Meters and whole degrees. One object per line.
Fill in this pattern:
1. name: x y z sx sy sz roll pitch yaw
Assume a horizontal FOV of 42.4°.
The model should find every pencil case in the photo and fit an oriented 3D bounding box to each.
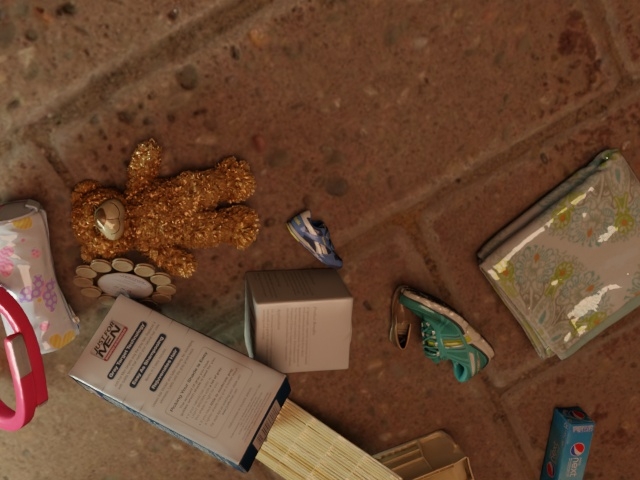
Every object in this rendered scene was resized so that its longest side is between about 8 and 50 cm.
1. pencil case: -0.513 0.066 1.444 0.124 0.113 0.273 -6 112 11

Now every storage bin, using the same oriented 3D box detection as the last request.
1. storage bin: 0.213 0.589 1.819 0.260 0.123 0.262 -20 113 -6

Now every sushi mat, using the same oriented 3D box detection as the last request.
1. sushi mat: -0.001 0.458 1.697 0.317 0.019 0.151 34 99 5

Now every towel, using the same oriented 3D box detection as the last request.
1. towel: 0.542 0.042 1.712 0.374 0.090 0.320 -39 115 2

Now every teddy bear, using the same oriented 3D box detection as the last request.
1. teddy bear: -0.271 -0.049 1.465 0.338 0.113 0.245 9 106 -17

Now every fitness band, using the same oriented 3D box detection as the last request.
1. fitness band: -0.574 0.200 1.446 0.054 0.209 0.290 -33 131 -49

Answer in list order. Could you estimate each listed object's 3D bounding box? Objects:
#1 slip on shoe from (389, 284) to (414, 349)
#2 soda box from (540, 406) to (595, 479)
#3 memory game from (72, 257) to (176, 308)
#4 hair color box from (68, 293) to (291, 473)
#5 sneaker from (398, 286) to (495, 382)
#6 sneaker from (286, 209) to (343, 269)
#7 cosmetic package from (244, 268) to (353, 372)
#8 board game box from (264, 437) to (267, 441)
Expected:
1. slip on shoe: 0.169 0.159 1.689 0.052 0.041 0.135 4 109 -15
2. soda box: 0.566 0.492 1.896 0.067 0.071 0.210 1 110 -15
3. memory game: -0.353 0.079 1.487 0.186 0.012 0.186 2 148 1
4. hair color box: -0.245 0.252 1.461 0.347 0.105 0.173 24 69 14
5. sneaker: 0.249 0.194 1.673 0.110 0.107 0.275 -49 117 -3
6. sneaker: 0.000 0.000 1.582 0.059 0.053 0.144 -45 115 3
7. cosmetic package: -0.045 0.151 1.573 0.184 0.151 0.151 -1 111 -13
8. board game box: -0.187 0.347 1.611 0.194 0.194 0.060 13 81 -32
